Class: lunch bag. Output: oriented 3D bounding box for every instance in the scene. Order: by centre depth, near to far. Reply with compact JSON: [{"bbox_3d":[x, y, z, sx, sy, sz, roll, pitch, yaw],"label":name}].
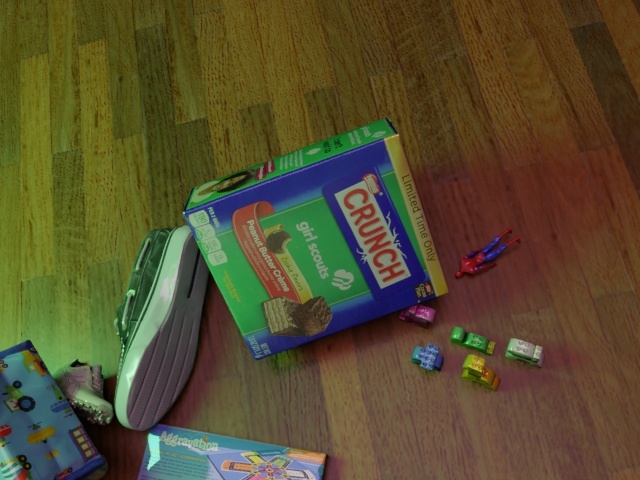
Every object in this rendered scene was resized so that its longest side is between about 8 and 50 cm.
[{"bbox_3d":[-0.496,0.328,1.043,0.293,0.138,0.221,-43,76,28],"label":"lunch bag"}]

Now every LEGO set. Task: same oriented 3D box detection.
[{"bbox_3d":[0.215,0.163,1.038,0.227,0.093,0.087,17,72,16],"label":"LEGO set"}]

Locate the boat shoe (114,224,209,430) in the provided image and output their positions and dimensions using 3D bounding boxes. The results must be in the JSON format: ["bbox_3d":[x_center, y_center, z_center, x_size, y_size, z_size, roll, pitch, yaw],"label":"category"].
[{"bbox_3d":[-0.269,0.135,1.133,0.119,0.121,0.335,1,65,31],"label":"boat shoe"}]

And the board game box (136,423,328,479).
[{"bbox_3d":[-0.139,0.369,1.049,0.282,0.027,0.145,7,70,12],"label":"board game box"}]

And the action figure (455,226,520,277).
[{"bbox_3d":[0.265,0.025,1.123,0.115,0.030,0.038,-33,61,0],"label":"action figure"}]

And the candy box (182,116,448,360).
[{"bbox_3d":[0.000,0.000,1.039,0.317,0.268,0.122,-21,24,4],"label":"candy box"}]

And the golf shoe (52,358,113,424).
[{"bbox_3d":[-0.370,0.229,1.100,0.176,0.069,0.086,11,53,40],"label":"golf shoe"}]

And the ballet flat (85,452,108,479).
[{"bbox_3d":[-0.414,0.339,1.092,0.168,0.052,0.057,2,68,11],"label":"ballet flat"}]
